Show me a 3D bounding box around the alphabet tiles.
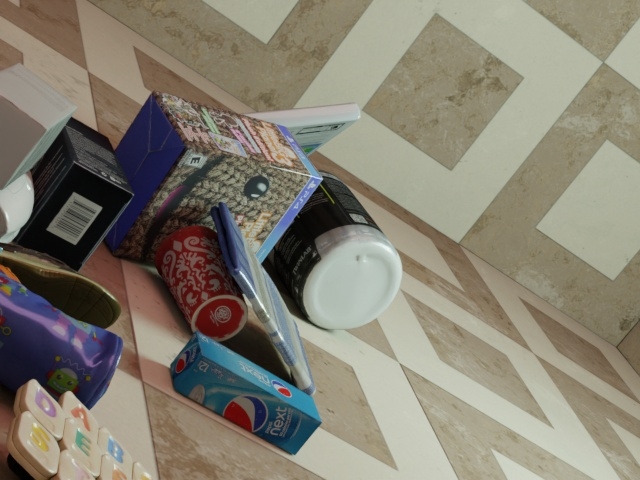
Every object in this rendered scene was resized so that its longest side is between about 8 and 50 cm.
[{"bbox_3d":[-0.210,0.268,1.443,0.284,0.021,0.278,49,8,-19],"label":"alphabet tiles"}]

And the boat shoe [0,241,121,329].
[{"bbox_3d":[-0.357,0.050,1.833,0.223,0.080,0.073,23,24,-35],"label":"boat shoe"}]

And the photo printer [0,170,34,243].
[{"bbox_3d":[-0.521,-0.111,1.889,0.307,0.107,0.256,34,14,-17],"label":"photo printer"}]

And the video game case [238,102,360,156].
[{"bbox_3d":[-0.138,-0.167,2.515,0.329,0.300,0.036,-9,79,-29],"label":"video game case"}]

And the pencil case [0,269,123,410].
[{"bbox_3d":[-0.369,0.083,1.602,0.306,0.119,0.133,35,11,-11],"label":"pencil case"}]

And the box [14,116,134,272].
[{"bbox_3d":[-0.372,-0.076,2.066,0.108,0.153,0.207,30,16,-31],"label":"box"}]

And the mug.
[{"bbox_3d":[-0.165,0.075,2.200,0.150,0.113,0.169,26,21,-36],"label":"mug"}]

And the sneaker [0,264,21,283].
[{"bbox_3d":[-0.403,0.050,1.703,0.175,0.064,0.067,52,23,-31],"label":"sneaker"}]

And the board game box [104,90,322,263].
[{"bbox_3d":[-0.189,-0.083,2.294,0.291,0.232,0.141,11,35,-44],"label":"board game box"}]

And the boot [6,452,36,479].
[{"bbox_3d":[-0.266,0.247,1.487,0.121,0.045,0.099,41,8,10],"label":"boot"}]

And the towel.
[{"bbox_3d":[-0.090,0.095,2.216,0.285,0.034,0.209,61,5,-34],"label":"towel"}]

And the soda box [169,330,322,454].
[{"bbox_3d":[-0.103,0.212,1.976,0.210,0.067,0.071,32,15,-23],"label":"soda box"}]

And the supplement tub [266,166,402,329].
[{"bbox_3d":[0.000,0.000,2.677,0.207,0.207,0.338,28,17,-35],"label":"supplement tub"}]

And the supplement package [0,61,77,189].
[{"bbox_3d":[-0.405,-0.152,1.863,0.105,0.105,0.179,38,13,-6],"label":"supplement package"}]

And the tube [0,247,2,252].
[{"bbox_3d":[-0.477,0.011,1.683,0.207,0.080,0.052,25,-10,-35],"label":"tube"}]

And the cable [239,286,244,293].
[{"bbox_3d":[-0.175,0.022,2.488,0.150,0.047,0.184,29,15,-35],"label":"cable"}]
